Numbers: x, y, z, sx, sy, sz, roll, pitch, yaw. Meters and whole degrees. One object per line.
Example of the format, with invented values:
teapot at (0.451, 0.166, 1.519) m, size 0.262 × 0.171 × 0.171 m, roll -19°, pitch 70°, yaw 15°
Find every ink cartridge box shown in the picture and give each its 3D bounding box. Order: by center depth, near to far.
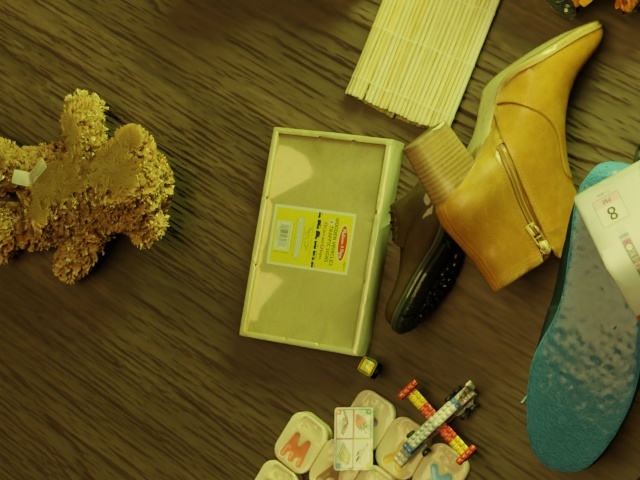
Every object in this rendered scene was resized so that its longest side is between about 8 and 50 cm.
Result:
ink cartridge box at (0.391, 0.015, 1.661) m, size 0.189 × 0.066 × 0.232 m, roll -29°, pitch 70°, yaw 18°

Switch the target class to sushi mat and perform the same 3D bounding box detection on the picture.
sushi mat at (0.146, -0.296, 1.975) m, size 0.151 × 0.019 × 0.316 m, roll 23°, pitch 95°, yaw 25°

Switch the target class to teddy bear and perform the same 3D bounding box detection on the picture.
teddy bear at (-0.320, -0.065, 2.143) m, size 0.338 × 0.113 × 0.245 m, roll -25°, pitch 67°, yaw 30°

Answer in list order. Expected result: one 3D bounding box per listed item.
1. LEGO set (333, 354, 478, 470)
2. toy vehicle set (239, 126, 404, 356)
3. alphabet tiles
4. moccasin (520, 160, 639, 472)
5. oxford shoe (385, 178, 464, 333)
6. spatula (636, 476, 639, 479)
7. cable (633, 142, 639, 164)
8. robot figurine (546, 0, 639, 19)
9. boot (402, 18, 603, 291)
LEGO set at (0.093, 0.253, 1.904) m, size 0.182 × 0.060 × 0.244 m, roll -3°, pitch 77°, yaw 18°
toy vehicle set at (0.000, 0.000, 2.003) m, size 0.166 × 0.035 × 0.267 m, roll 9°, pitch 88°, yaw 27°
alphabet tiles at (0.046, 0.335, 1.953) m, size 0.284 × 0.021 × 0.278 m, roll 35°, pitch 100°, yaw 25°
moccasin at (0.318, 0.087, 1.795) m, size 0.137 × 0.117 × 0.342 m, roll 17°, pitch 97°, yaw 18°
oxford shoe at (0.120, 0.000, 1.925) m, size 0.096 × 0.083 × 0.227 m, roll 18°, pitch 81°, yaw 29°
spatula at (0.287, 0.353, 1.826) m, size 0.296 × 0.030 × 0.084 m, roll -48°, pitch 65°, yaw 14°
cable at (0.420, -0.081, 1.807) m, size 0.150 × 0.047 × 0.184 m, roll -22°, pitch 71°, yaw 31°
robot figurine at (0.298, -0.391, 1.815) m, size 0.211 × 0.085 × 0.291 m, roll -15°, pitch 109°, yaw 36°
boot at (0.255, -0.095, 1.859) m, size 0.295 × 0.104 × 0.211 m, roll -38°, pitch 96°, yaw -12°
